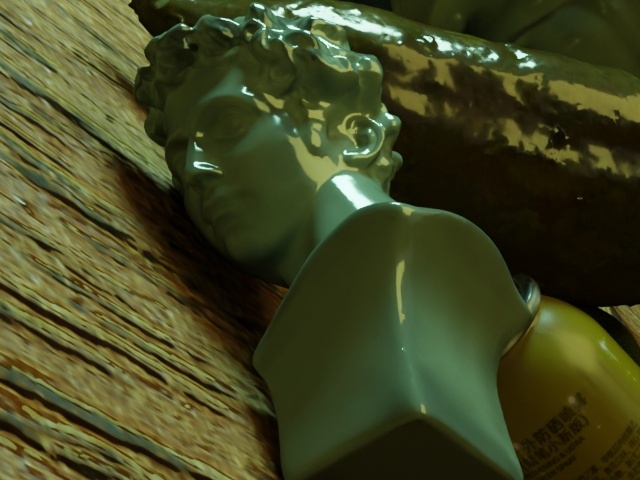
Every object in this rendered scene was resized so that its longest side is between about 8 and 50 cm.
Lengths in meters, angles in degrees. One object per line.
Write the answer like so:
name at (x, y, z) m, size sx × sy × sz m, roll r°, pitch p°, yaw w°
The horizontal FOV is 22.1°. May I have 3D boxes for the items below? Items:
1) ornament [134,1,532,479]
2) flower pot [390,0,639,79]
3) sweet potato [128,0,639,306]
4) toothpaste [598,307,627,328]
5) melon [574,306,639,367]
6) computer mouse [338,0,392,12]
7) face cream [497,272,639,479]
ornament at (0.013, 0.006, 0.745) m, size 0.130 × 0.120 × 0.285 m, roll 35°, pitch 20°, yaw -52°
flower pot at (0.129, -0.101, 1.167) m, size 0.307 × 0.244 × 0.307 m, roll 47°, pitch 13°, yaw -15°
sweet potato at (0.059, -0.050, 0.940) m, size 0.370 × 0.157 × 0.158 m, roll 13°, pitch 25°, yaw -17°
toothpaste at (0.229, 0.081, 1.375) m, size 0.100 × 0.066 × 0.323 m, roll 48°, pitch 7°, yaw 19°
melon at (0.153, 0.084, 1.029) m, size 0.131 × 0.098 × 0.098 m, roll 36°, pitch 18°, yaw -47°
computer mouse at (-0.009, -0.235, 1.354) m, size 0.188 × 0.122 × 0.371 m, roll 42°, pitch 6°, yaw 29°
face cream at (0.174, 0.142, 0.916) m, size 0.349 × 0.105 × 0.105 m, roll 45°, pitch 13°, yaw -13°
